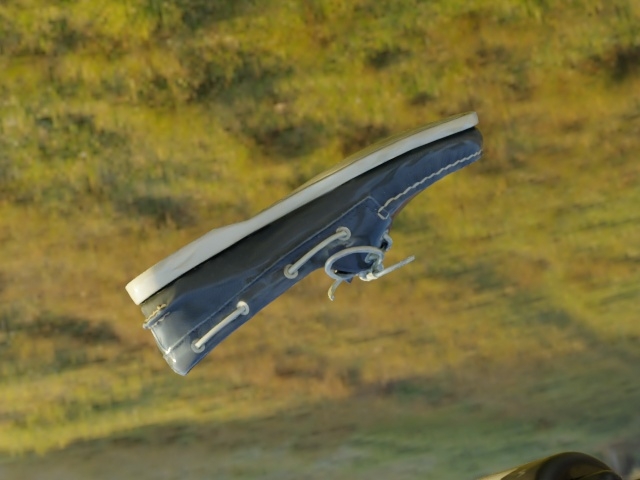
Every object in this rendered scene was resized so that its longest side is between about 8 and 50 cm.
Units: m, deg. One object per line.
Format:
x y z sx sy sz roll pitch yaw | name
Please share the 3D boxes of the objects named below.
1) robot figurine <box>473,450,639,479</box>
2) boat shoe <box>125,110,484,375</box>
0.203 0.300 1.242 0.278 0.209 0.173 -31 -164 44 | robot figurine
0.000 0.000 0.835 0.254 0.079 0.095 -29 180 -4 | boat shoe
